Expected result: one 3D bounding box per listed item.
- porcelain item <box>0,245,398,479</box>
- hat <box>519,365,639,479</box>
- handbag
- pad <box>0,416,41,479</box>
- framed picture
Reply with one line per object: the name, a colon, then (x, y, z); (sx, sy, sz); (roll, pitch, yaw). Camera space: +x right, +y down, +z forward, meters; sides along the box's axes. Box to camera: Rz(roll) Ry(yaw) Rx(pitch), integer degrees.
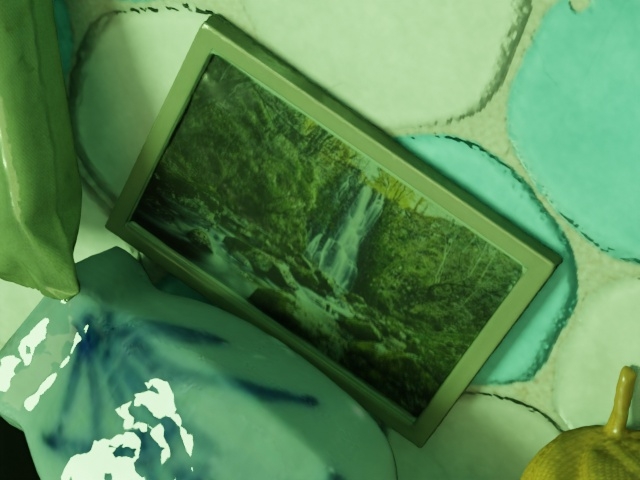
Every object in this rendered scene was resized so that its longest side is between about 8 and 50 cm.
porcelain item: (-0.073, 0.197, 1.435); (0.405, 0.178, 0.242); (41, 99, 17)
hat: (0.237, 0.210, 1.356); (0.244, 0.233, 0.233); (2, 95, 15)
handbag: (-0.292, -0.121, 1.422); (0.253, 0.109, 0.316); (7, 112, 37)
pad: (-0.260, 0.271, 1.658); (0.009, 0.159, 0.265); (18, 133, 51)
framed picture: (0.000, 0.000, 1.411); (0.324, 0.020, 0.240); (36, 131, 4)
